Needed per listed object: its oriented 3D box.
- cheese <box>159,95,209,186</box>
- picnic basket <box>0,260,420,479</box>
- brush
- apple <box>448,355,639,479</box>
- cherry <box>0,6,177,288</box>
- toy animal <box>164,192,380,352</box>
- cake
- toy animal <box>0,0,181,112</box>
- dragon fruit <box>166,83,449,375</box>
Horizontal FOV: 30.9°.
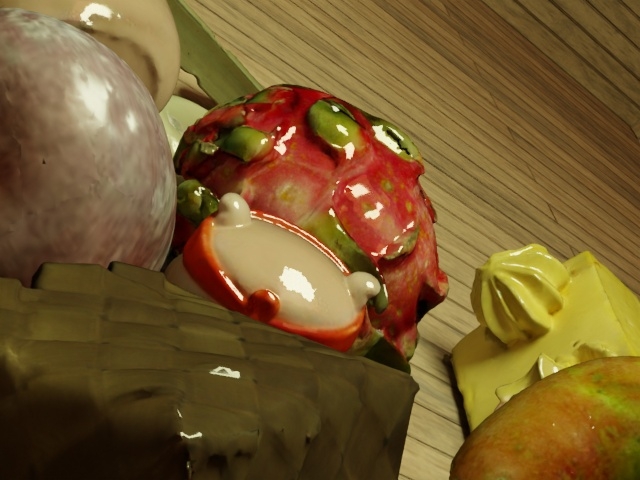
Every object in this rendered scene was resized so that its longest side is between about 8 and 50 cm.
[{"bbox_3d":[-0.109,-0.082,1.213,0.227,0.064,0.137,12,42,-55],"label":"cheese"},{"bbox_3d":[-0.134,0.154,0.552,0.321,0.291,0.254,9,5,32],"label":"picnic basket"},{"bbox_3d":[-0.129,-0.202,1.292,0.048,0.054,0.282,45,1,31],"label":"brush"},{"bbox_3d":[0.263,0.270,0.959,0.339,0.339,0.339,38,25,-21],"label":"apple"},{"bbox_3d":[-0.207,-0.030,0.728,0.285,0.236,0.213,30,45,-66],"label":"cherry"},{"bbox_3d":[-0.063,0.072,0.872,0.171,0.197,0.171,34,-12,8],"label":"toy animal"},{"bbox_3d":[0.276,0.161,1.293,0.286,0.222,0.227,34,24,-28],"label":"cake"},{"bbox_3d":[-0.236,-0.190,1.035,0.213,0.195,0.256,5,42,-28],"label":"toy animal"},{"bbox_3d":[-0.009,0.002,1.052,0.302,0.237,0.231,48,45,-28],"label":"dragon fruit"}]
